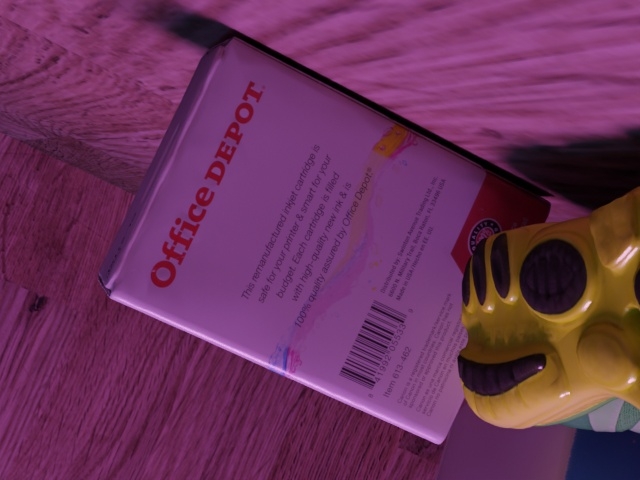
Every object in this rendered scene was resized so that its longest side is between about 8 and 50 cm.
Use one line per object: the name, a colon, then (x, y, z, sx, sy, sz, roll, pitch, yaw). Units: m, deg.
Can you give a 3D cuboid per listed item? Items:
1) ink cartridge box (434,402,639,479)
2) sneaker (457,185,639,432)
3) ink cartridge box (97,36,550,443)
ink cartridge box: (0.205, 0.194, 0.622, 0.270, 0.197, 0.198, 26, 145, -4)
sneaker: (0.151, 0.027, 0.407, 0.123, 0.109, 0.295, -1, 180, -18)
ink cartridge box: (0.000, 0.000, 0.555, 0.175, 0.127, 0.072, 26, 178, -16)
